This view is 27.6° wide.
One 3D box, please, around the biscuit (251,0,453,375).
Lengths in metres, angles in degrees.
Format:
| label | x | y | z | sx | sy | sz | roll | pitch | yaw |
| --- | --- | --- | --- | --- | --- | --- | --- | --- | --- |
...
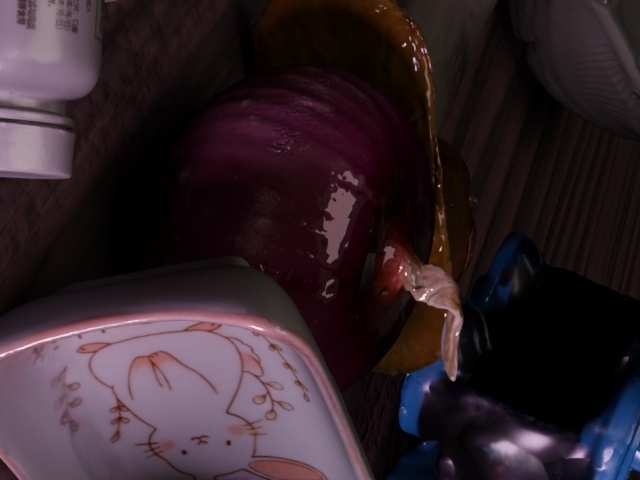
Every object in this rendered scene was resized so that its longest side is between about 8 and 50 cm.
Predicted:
| label | x | y | z | sx | sy | sz | roll | pitch | yaw |
| --- | --- | --- | --- | --- | --- | --- | --- | --- | --- |
| biscuit | 0.021 | -0.031 | 0.768 | 0.029 | 0.118 | 0.247 | -40 | 130 | -52 |

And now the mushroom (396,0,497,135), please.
| label | x | y | z | sx | sy | sz | roll | pitch | yaw |
| --- | --- | --- | --- | --- | --- | --- | --- | --- | --- |
| mushroom | 0.074 | -0.161 | 0.896 | 0.109 | 0.097 | 0.351 | 86 | 21 | -53 |

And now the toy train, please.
| label | x | y | z | sx | sy | sz | roll | pitch | yaw |
| --- | --- | --- | --- | --- | --- | --- | --- | --- | --- |
| toy train | 0.158 | 0.153 | 0.989 | 0.300 | 0.188 | 0.265 | -38 | 145 | -60 |

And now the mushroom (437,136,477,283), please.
| label | x | y | z | sx | sy | sz | roll | pitch | yaw |
| --- | --- | --- | --- | --- | --- | --- | --- | --- | --- |
| mushroom | 0.072 | -0.012 | 0.935 | 0.170 | 0.080 | 0.135 | -31 | 130 | -58 |

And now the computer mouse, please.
| label | x | y | z | sx | sy | sz | roll | pitch | yaw |
| --- | --- | --- | --- | --- | --- | --- | --- | --- | --- |
| computer mouse | 0.272 | -0.249 | 1.290 | 0.429 | 0.146 | 0.228 | 48 | 56 | -42 |

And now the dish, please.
| label | x | y | z | sx | sy | sz | roll | pitch | yaw |
| --- | --- | --- | --- | --- | --- | --- | --- | --- | --- |
| dish | -0.056 | 0.087 | 0.587 | 0.077 | 0.151 | 0.212 | -90 | 165 | -46 |

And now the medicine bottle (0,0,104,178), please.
| label | x | y | z | sx | sy | sz | roll | pitch | yaw |
| --- | --- | --- | --- | --- | --- | --- | --- | --- | --- |
| medicine bottle | -0.120 | -0.095 | 0.489 | 0.079 | 0.079 | 0.140 | 3 | 90 | -66 |

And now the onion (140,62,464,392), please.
| label | x | y | z | sx | sy | sz | roll | pitch | yaw |
| --- | --- | --- | --- | --- | --- | --- | --- | --- | --- |
| onion | -0.010 | -0.003 | 0.670 | 0.177 | 0.153 | 0.177 | 24 | 59 | -49 |
